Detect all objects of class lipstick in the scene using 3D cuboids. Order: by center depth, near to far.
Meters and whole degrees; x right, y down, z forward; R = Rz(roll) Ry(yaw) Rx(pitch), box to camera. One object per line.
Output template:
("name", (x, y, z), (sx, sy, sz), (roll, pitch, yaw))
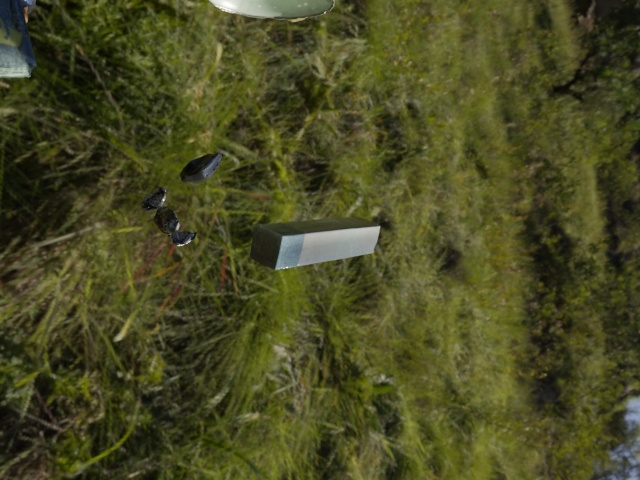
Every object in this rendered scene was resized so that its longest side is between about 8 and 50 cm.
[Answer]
("lipstick", (0.000, 0.000, 1.200), (0.066, 0.317, 0.068), (22, -73, 34))

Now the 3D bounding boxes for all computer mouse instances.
("computer mouse", (-0.320, -0.193, 1.719), (0.047, 0.135, 0.079), (49, -25, 17))

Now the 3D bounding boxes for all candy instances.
("candy", (-0.404, -0.064, 1.654), (0.226, 0.094, 0.051), (50, -25, 34))

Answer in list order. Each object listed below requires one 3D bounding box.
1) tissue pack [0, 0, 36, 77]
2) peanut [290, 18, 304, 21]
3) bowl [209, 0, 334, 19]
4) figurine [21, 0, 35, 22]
("tissue pack", (-0.534, -0.310, 0.830), (0.081, 0.257, 0.185), (-9, -87, 56))
("peanut", (-0.155, -0.731, 1.856), (0.111, 0.274, 0.125), (-101, -147, -68))
("bowl", (-0.122, -0.656, 1.536), (0.313, 0.313, 0.146), (-169, -101, -75))
("figurine", (-0.748, -0.524, 1.459), (0.189, 0.142, 0.263), (-20, -119, 44))
